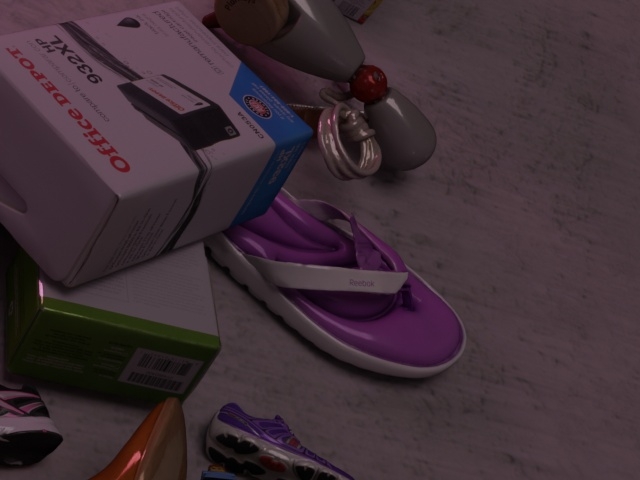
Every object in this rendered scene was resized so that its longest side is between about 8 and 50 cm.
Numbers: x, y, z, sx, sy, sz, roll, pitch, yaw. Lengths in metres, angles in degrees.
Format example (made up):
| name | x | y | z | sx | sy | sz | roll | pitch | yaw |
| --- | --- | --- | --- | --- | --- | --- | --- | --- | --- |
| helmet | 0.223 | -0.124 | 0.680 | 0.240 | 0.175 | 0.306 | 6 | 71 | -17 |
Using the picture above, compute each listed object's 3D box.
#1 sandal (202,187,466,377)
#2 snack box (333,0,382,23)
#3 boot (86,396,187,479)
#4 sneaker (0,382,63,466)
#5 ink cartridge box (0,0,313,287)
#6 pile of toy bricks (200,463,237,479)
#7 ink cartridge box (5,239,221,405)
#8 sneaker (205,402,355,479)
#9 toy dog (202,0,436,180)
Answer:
| name | x | y | z | sx | sy | sz | roll | pitch | yaw |
| --- | --- | --- | --- | --- | --- | --- | --- | --- | --- |
| sandal | -0.004 | 0.011 | 1.793 | 0.416 | 0.102 | 0.169 | 33 | 46 | -10 |
| snack box | 0.086 | -0.407 | 2.086 | 0.070 | 0.207 | 0.174 | 22 | 49 | -20 |
| boot | -0.242 | 0.245 | 1.413 | 0.211 | 0.104 | 0.295 | 0 | 40 | 15 |
| sneaker | -0.328 | 0.161 | 1.497 | 0.178 | 0.072 | 0.077 | 11 | 41 | -38 |
| ink cartridge box | -0.192 | -0.105 | 1.621 | 0.223 | 0.129 | 0.307 | 45 | 35 | 16 |
| pile of toy bricks | -0.086 | 0.267 | 1.569 | 0.212 | 0.118 | 0.105 | 9 | 15 | -17 |
| ink cartridge box | -0.213 | 0.025 | 1.648 | 0.188 | 0.097 | 0.255 | 15 | 39 | -25 |
| sneaker | -0.032 | 0.213 | 1.656 | 0.170 | 0.068 | 0.071 | 31 | 41 | -12 |
| toy dog | -0.021 | -0.205 | 1.939 | 0.220 | 0.161 | 0.334 | -26 | 90 | -47 |
